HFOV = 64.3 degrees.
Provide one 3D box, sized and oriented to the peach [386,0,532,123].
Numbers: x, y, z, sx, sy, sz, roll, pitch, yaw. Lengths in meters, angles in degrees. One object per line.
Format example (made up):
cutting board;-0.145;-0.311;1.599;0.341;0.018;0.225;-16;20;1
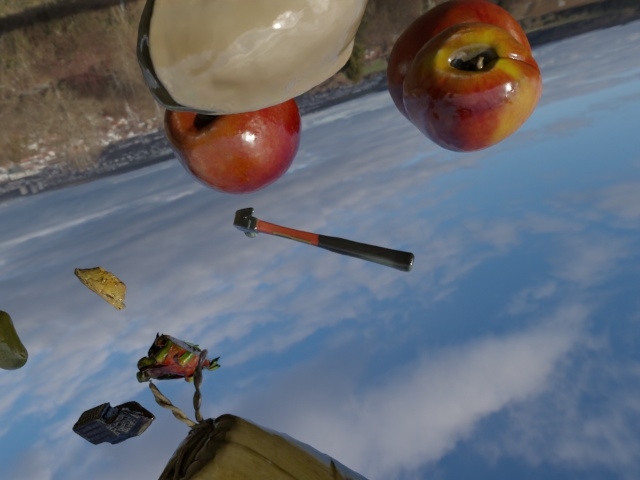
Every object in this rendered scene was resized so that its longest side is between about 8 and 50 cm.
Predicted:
peach;0.379;-0.444;1.380;0.389;0.387;0.388;-16;-166;4

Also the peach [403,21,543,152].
peach;0.298;-0.294;1.018;0.281;0.237;0.281;7;167;2

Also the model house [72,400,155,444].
model house;-0.536;0.457;1.305;0.166;0.106;0.152;-26;153;6

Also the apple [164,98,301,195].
apple;-0.144;-0.186;0.861;0.219;0.218;0.201;-12;162;18

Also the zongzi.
zongzi;-0.123;0.460;0.773;0.467;0.500;0.218;-49;-168;34

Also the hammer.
hammer;0.000;0.001;0.777;0.288;0.033;0.111;14;171;12

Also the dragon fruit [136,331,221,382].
dragon fruit;-0.339;0.275;1.185;0.175;0.142;0.138;-32;158;-9

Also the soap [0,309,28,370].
soap;-0.691;0.218;1.105;0.089;0.140;0.045;-20;-172;17

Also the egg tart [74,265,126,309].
egg tart;-0.440;0.089;1.036;0.049;0.129;0.129;-50;-156;-14

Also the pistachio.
pistachio;-0.046;-0.186;0.415;0.223;0.152;0.126;-47;-147;-14
